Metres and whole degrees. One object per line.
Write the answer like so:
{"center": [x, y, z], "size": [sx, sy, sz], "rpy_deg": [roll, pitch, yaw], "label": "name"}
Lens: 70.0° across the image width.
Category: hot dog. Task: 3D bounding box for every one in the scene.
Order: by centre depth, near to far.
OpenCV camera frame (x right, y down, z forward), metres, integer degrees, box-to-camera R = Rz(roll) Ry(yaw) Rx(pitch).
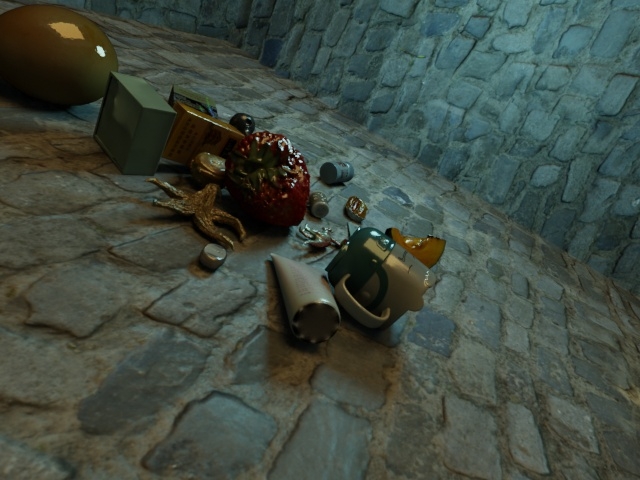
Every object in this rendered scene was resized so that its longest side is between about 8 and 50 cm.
{"center": [0.154, -0.140, 1.941], "size": [0.099, 0.053, 0.192], "rpy_deg": [30, 28, -6], "label": "hot dog"}

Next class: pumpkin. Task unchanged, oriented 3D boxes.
{"center": [0.321, 0.039, 1.746], "size": [0.312, 0.148, 0.169], "rpy_deg": [14, -11, -35], "label": "pumpkin"}

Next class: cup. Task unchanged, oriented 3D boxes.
{"center": [0.147, 0.115, 1.258], "size": [0.257, 0.219, 0.290], "rpy_deg": [39, 38, 2], "label": "cup"}
{"center": [-0.019, -0.142, 1.747], "size": [0.102, 0.074, 0.099], "rpy_deg": [18, 28, -21], "label": "cup"}

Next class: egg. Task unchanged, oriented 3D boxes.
{"center": [-0.858, -0.598, 1.480], "size": [0.373, 0.301, 0.301], "rpy_deg": [7, 33, -37], "label": "egg"}

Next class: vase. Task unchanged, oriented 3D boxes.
{"center": [-0.335, -0.476, 2.019], "size": [0.120, 0.120, 0.183], "rpy_deg": [3, 54, -42], "label": "vase"}

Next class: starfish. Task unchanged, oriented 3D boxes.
{"center": [-0.363, -0.089, 1.328], "size": [0.302, 0.060, 0.299], "rpy_deg": [19, 33, -32], "label": "starfish"}

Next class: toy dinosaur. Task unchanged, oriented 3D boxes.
{"center": [0.000, 0.000, 1.529], "size": [0.167, 0.053, 0.242], "rpy_deg": [35, 17, -3], "label": "toy dinosaur"}

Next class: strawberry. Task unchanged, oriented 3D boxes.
{"center": [-0.159, -0.181, 1.526], "size": [0.351, 0.267, 0.312], "rpy_deg": [45, 23, -82], "label": "strawberry"}

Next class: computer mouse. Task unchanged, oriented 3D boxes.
{"center": [-0.281, 0.045, 1.193], "size": [0.066, 0.039, 0.096], "rpy_deg": [26, 18, -7], "label": "computer mouse"}

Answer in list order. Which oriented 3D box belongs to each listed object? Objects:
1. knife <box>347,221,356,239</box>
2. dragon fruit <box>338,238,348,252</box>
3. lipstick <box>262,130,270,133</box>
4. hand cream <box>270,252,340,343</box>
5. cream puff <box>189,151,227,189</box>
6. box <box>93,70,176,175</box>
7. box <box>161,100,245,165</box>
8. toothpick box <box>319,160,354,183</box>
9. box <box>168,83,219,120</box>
{"center": [0.129, -0.012, 1.715], "size": [0.063, 0.035, 0.260], "rpy_deg": [29, 22, -9], "label": "knife"}
{"center": [0.144, 0.046, 1.487], "size": [0.166, 0.160, 0.172], "rpy_deg": [-21, 51, -29], "label": "dragon fruit"}
{"center": [-0.196, -0.397, 2.057], "size": [0.057, 0.057, 0.357], "rpy_deg": [10, 31, -33], "label": "lipstick"}
{"center": [-0.039, 0.134, 1.212], "size": [0.185, 0.118, 0.359], "rpy_deg": [19, 16, -16], "label": "hand cream"}
{"center": [-0.365, -0.223, 1.520], "size": [0.143, 0.103, 0.126], "rpy_deg": [9, 45, -34], "label": "cream puff"}
{"center": [-0.574, -0.355, 1.412], "size": [0.225, 0.225, 0.117], "rpy_deg": [45, 29, 27], "label": "box"}
{"center": [-0.405, -0.336, 1.543], "size": [0.076, 0.174, 0.274], "rpy_deg": [44, 17, 27], "label": "box"}
{"center": [0.078, -0.319, 2.134], "size": [0.101, 0.101, 0.153], "rpy_deg": [40, 28, 21], "label": "toothpick box"}
{"center": [-0.546, -0.554, 1.962], "size": [0.198, 0.084, 0.310], "rpy_deg": [15, 29, -26], "label": "box"}
